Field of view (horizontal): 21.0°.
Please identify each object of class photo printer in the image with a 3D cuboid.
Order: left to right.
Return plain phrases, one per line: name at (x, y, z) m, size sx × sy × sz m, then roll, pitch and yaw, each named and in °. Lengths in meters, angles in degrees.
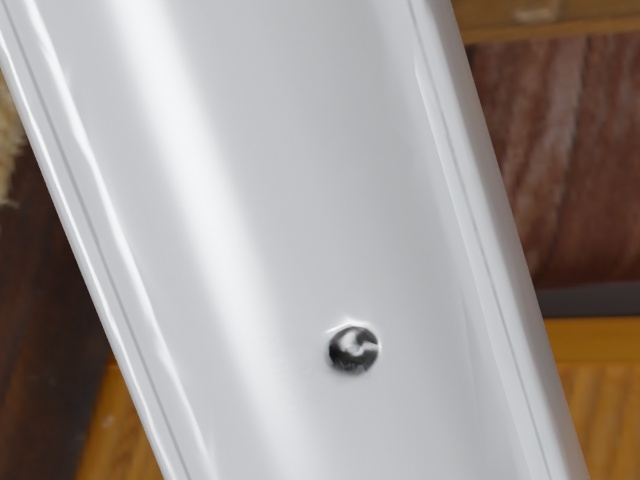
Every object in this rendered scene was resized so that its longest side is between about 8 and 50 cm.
photo printer at (0.000, 0.000, 0.501) m, size 0.256 × 0.107 × 0.307 m, roll -100°, pitch 171°, yaw -67°
